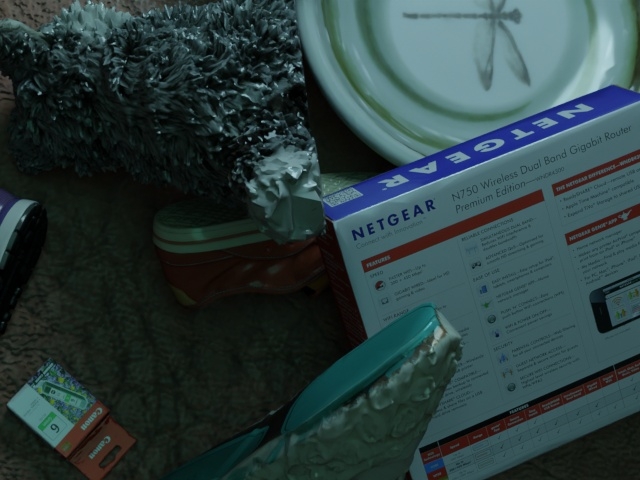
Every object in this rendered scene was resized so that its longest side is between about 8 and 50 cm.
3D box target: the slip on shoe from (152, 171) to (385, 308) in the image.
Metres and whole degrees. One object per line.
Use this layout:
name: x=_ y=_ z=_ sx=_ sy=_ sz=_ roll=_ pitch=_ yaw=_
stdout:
slip on shoe: x=0.000 y=0.000 z=1.747 sx=0.331 sy=0.123 sz=0.101 roll=-9 pitch=113 yaw=-16

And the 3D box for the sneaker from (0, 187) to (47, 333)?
sneaker: x=-0.369 y=0.075 z=1.680 sx=0.124 sy=0.107 sz=0.283 roll=20 pitch=72 yaw=11

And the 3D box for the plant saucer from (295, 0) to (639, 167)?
plant saucer: x=0.164 y=-0.232 z=1.815 sx=0.400 sy=0.100 sz=0.401 roll=2 pitch=77 yaw=-9

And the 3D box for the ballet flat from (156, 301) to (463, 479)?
ballet flat: x=-0.008 y=0.202 z=1.609 sx=0.409 sy=0.147 sz=0.147 roll=-35 pitch=84 yaw=27

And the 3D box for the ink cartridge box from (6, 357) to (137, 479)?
ink cartridge box: x=-0.236 y=0.173 z=1.702 sx=0.115 sy=0.029 sz=0.063 roll=41 pitch=75 yaw=2

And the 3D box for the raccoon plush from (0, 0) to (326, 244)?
raccoon plush: x=-0.161 y=-0.119 z=1.588 sx=0.299 sy=0.446 sz=0.216 roll=-6 pitch=101 yaw=-2

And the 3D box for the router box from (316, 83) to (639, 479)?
router box: x=0.190 y=0.050 z=1.707 sx=0.335 sy=0.082 sz=0.301 roll=-21 pitch=109 yaw=-13
